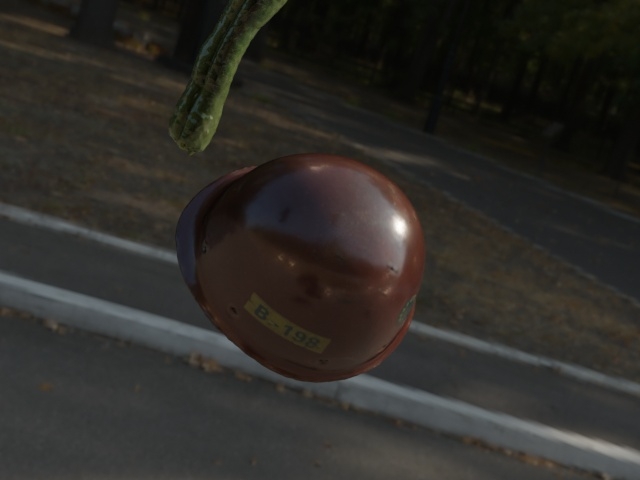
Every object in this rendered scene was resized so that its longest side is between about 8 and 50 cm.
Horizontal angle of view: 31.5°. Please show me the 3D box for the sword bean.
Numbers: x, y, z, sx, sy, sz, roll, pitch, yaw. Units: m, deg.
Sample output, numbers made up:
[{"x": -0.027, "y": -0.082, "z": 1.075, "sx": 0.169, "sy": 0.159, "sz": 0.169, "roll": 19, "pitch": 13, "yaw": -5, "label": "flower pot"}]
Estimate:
[{"x": -0.037, "y": -0.181, "z": 0.810, "sx": 0.043, "sy": 0.269, "sz": 0.038, "roll": 34, "pitch": 11, "yaw": 13, "label": "sword bean"}]

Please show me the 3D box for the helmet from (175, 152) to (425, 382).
[{"x": 0.000, "y": 0.000, "z": 1.631, "sx": 0.385, "sy": 0.337, "sz": 0.230, "roll": 33, "pitch": -31, "yaw": -4, "label": "helmet"}]
